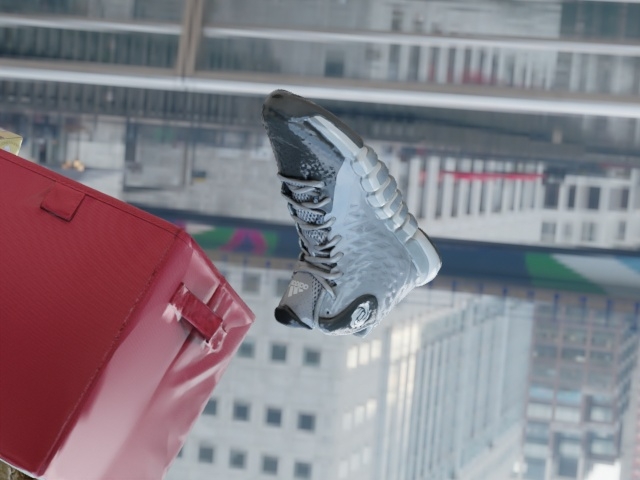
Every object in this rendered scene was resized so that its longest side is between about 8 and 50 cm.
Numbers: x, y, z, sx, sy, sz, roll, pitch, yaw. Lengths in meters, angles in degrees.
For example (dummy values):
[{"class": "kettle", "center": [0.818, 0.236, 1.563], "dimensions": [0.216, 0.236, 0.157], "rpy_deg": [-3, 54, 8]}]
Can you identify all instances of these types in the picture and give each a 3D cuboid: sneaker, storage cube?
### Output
[{"class": "sneaker", "center": [0.000, 0.000, 0.969], "dimensions": [0.086, 0.132, 0.228], "rpy_deg": [26, 162, 49]}, {"class": "storage cube", "center": [-0.192, 0.074, 0.943], "dimensions": [0.215, 0.193, 0.183], "rpy_deg": [24, 164, 22]}]

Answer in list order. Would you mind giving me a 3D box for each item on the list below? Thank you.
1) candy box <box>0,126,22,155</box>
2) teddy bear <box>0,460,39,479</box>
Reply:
[{"class": "candy box", "center": [-0.374, -0.035, 1.253], "dimensions": [0.109, 0.186, 0.053], "rpy_deg": [25, -164, 16]}, {"class": "teddy bear", "center": [-0.390, 0.246, 1.627], "dimensions": [0.245, 0.338, 0.113], "rpy_deg": [5, -148, 26]}]
